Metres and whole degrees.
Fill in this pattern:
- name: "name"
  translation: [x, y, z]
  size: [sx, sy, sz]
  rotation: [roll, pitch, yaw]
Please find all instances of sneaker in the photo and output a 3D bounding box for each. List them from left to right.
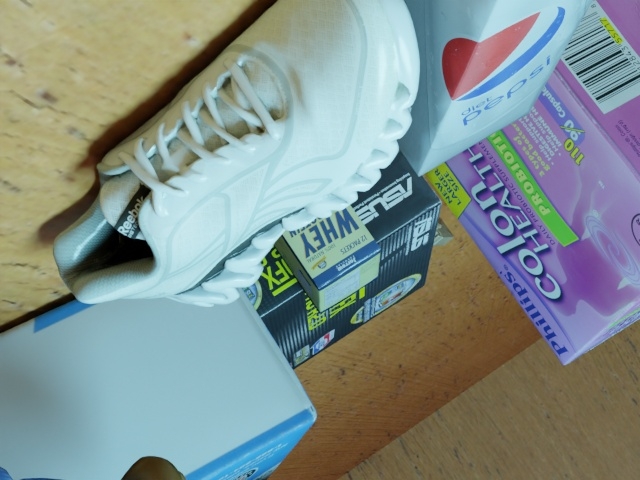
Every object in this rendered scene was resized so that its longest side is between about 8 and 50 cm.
- name: "sneaker"
  translation: [-0.052, -0.047, 0.787]
  size: [0.118, 0.110, 0.292]
  rotation: [-8, 151, -42]

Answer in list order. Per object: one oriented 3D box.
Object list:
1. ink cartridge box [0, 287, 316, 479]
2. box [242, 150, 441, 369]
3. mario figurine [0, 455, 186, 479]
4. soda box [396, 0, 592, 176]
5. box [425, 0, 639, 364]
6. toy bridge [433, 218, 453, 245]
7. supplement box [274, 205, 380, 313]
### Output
- name: "ink cartridge box"
  translation: [-0.204, 0.200, 1.102]
  size: [0.285, 0.166, 0.395]
  rotation: [-26, 164, -27]
- name: "box"
  translation: [-0.003, 0.041, 1.243]
  size: [0.216, 0.060, 0.270]
  rotation: [-32, 166, -9]
- name: "mario figurine"
  translation: [-0.236, 0.143, 0.788]
  size: [0.321, 0.198, 0.170]
  rotation: [23, 148, -33]
- name: "soda box"
  translation: [0.089, -0.147, 0.767]
  size: [0.091, 0.098, 0.286]
  rotation: [-30, 166, -17]
- name: "box"
  translation: [0.221, -0.051, 1.134]
  size: [0.117, 0.213, 0.243]
  rotation: [-28, 165, -24]
- name: "toy bridge"
  translation: [0.055, 0.040, 1.437]
  size: [0.188, 0.026, 0.063]
  rotation: [-41, 163, 24]
- name: "supplement box"
  translation: [0.000, 0.000, 1.070]
  size: [0.056, 0.083, 0.083]
  rotation: [-33, 166, -9]
